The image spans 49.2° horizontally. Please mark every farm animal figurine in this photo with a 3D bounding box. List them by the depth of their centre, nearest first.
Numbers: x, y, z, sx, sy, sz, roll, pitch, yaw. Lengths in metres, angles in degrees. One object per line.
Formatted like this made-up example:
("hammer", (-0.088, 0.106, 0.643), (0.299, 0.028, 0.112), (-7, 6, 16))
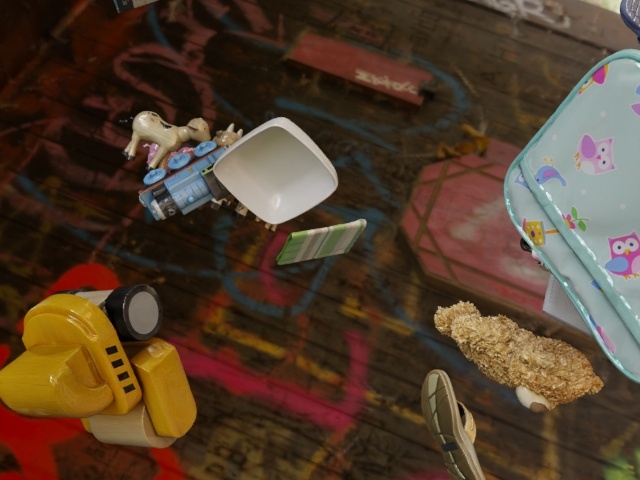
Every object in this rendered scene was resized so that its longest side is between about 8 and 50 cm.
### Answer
("farm animal figurine", (-0.231, -0.178, 1.543), (0.330, 0.327, 0.172), (20, -79, -53))

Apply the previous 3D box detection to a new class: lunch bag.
("lunch bag", (0.305, -0.014, 0.638), (0.108, 0.279, 0.224), (-4, -35, -36))

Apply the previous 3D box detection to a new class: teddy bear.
("teddy bear", (0.326, 0.212, 1.238), (0.113, 0.338, 0.245), (-45, -50, -12))

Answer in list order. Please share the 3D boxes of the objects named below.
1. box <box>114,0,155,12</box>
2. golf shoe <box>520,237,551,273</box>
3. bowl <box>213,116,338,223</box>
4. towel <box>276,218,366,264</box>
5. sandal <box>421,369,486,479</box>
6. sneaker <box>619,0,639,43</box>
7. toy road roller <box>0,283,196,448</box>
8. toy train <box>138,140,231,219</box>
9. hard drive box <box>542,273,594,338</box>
("box", (-0.275, -0.507, 1.299), (0.244, 0.060, 0.100), (-22, -3, -11))
("golf shoe", (0.330, 0.030, 0.938), (0.186, 0.086, 0.067), (-103, 10, -75))
("bowl", (-0.058, -0.102, 0.975), (0.142, 0.142, 0.053), (-28, 32, 30))
("towel", (0.000, 0.000, 1.295), (0.023, 0.152, 0.113), (68, 152, 24))
("sandal", (0.190, 0.263, 0.968), (0.049, 0.180, 0.072), (-18, -8, -31))
("sneaker", (0.412, -0.244, 0.839), (0.053, 0.144, 0.059), (-63, 10, -8))
("toy road roller", (-0.379, 0.239, 1.161), (0.240, 0.202, 0.329), (-48, -53, -54))
("toy train", (-0.219, -0.099, 1.186), (0.184, 0.105, 0.080), (-30, -51, -8))
("hard drive box", (0.419, 0.048, 0.986), (0.232, 0.089, 0.181), (-135, 54, -78))
